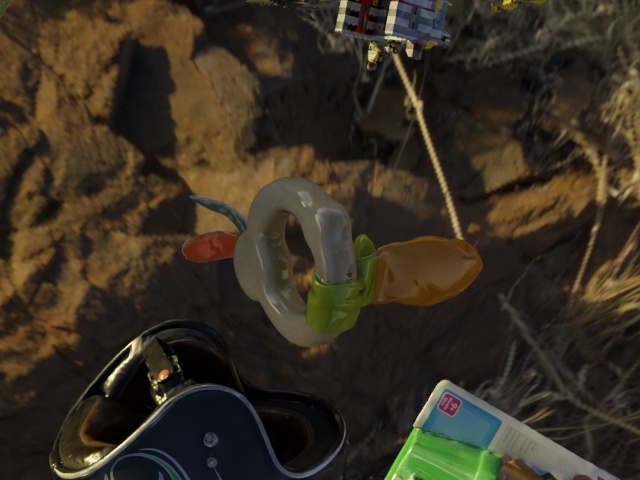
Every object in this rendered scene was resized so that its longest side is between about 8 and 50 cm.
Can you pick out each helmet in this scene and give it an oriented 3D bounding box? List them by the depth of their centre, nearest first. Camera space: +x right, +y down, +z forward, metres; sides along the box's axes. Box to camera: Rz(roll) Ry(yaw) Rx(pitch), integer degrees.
[{"bbox_3d":[-0.071,0.147,0.915,0.169,0.169,0.161,-46,113,-5],"label":"helmet"}]

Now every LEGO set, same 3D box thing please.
[{"bbox_3d":[0.090,-0.266,1.510,0.331,0.255,0.192,14,94,45],"label":"LEGO set"}]

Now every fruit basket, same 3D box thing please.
[{"bbox_3d":[0.220,0.389,1.726,0.353,0.165,0.327,32,108,9],"label":"fruit basket"}]

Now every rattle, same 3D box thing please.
[{"bbox_3d":[0.000,0.000,1.085,0.142,0.199,0.130,-30,106,-24],"label":"rattle"}]

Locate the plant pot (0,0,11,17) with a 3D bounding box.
[{"bbox_3d":[-0.328,-0.224,1.057,0.254,0.276,0.276,-42,81,22],"label":"plant pot"}]
